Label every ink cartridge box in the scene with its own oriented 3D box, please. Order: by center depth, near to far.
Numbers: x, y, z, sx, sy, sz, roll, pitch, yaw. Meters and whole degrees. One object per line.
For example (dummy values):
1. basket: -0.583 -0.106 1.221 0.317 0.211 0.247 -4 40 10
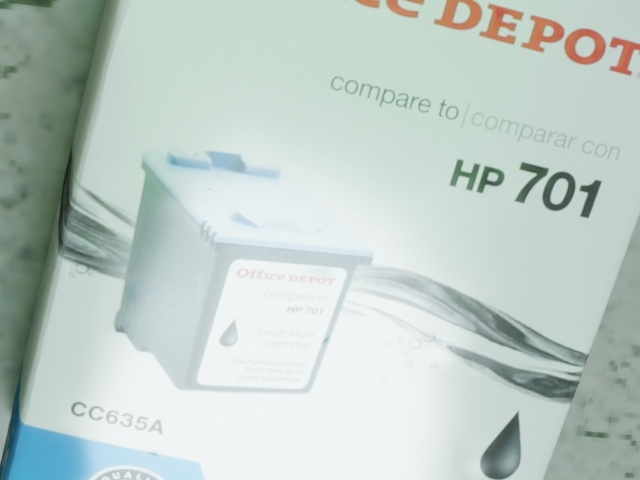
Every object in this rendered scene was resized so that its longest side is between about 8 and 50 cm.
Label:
1. ink cartridge box: 0.000 0.000 0.370 0.140 0.082 0.190 13 109 -10
